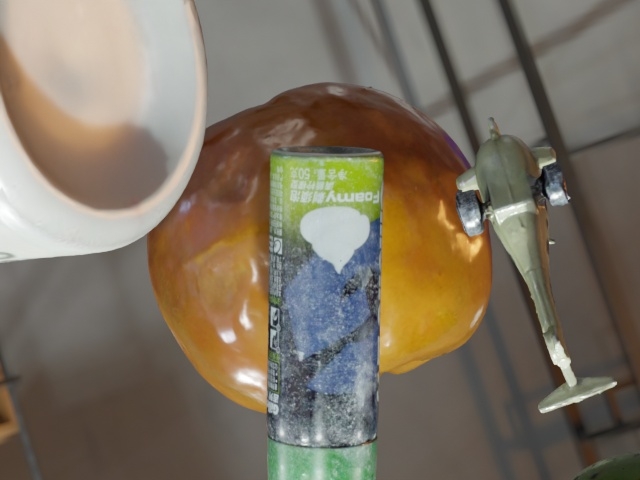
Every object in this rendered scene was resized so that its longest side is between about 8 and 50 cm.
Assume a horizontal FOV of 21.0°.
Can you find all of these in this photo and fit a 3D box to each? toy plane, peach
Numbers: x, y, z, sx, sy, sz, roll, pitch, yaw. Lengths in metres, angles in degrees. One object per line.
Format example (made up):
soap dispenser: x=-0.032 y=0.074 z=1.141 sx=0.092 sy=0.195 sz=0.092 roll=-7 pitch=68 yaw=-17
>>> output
toy plane: x=0.170 y=0.011 z=1.398 sx=0.092 sy=0.286 sz=0.108 roll=-18 pitch=129 yaw=7
peach: x=0.000 y=0.000 z=1.702 sx=0.342 sy=0.302 sz=0.343 roll=-23 pitch=170 yaw=-4

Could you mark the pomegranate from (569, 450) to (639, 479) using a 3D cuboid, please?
pomegranate: x=0.308 y=0.342 z=1.632 sx=0.236 sy=0.236 sz=0.302 roll=-27 pitch=-149 yaw=54

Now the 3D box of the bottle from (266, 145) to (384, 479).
bottle: x=0.002 y=0.091 z=1.399 sx=0.093 sy=0.330 sz=0.093 roll=1 pitch=-172 yaw=0

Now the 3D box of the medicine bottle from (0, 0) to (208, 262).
medicine bottle: x=-0.267 y=-0.081 z=0.994 sx=0.371 sy=0.211 sz=0.211 roll=-6 pitch=-178 yaw=33
